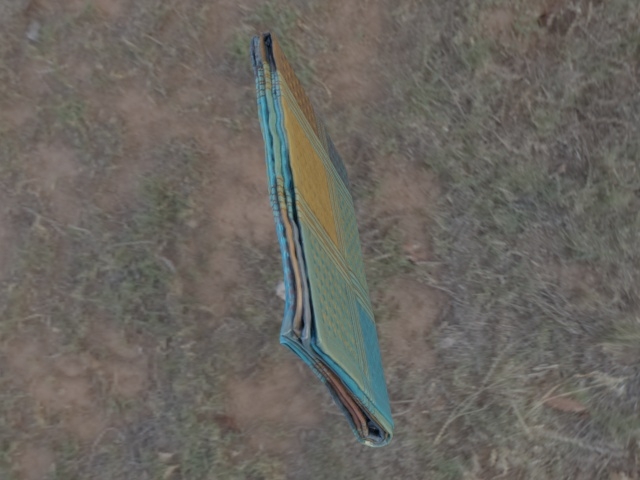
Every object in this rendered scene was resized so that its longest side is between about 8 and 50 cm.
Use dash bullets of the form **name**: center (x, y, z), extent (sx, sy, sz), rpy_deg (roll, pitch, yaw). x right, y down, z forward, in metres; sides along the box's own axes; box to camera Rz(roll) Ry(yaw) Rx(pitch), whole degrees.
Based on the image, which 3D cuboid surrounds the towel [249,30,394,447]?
- **towel**: center (0.000, 0.000, 0.976), extent (0.040, 0.271, 0.370), rpy_deg (-17, 55, 11)
